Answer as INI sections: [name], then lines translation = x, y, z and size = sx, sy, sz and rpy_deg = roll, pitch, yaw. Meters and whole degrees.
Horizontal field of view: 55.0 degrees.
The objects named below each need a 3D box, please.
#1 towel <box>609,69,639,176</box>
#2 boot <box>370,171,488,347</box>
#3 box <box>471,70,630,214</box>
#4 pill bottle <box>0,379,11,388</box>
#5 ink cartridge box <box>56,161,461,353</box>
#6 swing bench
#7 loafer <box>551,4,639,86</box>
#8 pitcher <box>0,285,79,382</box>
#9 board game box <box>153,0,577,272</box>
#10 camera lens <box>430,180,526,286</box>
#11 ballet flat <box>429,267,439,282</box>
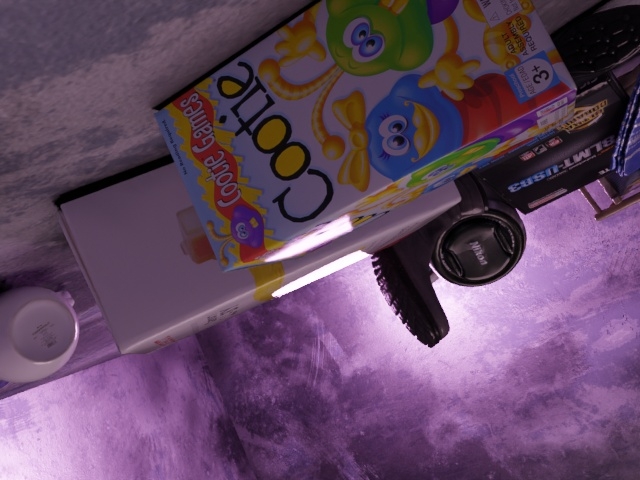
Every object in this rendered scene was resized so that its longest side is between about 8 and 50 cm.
[towel]
translation = 0.621, -0.270, 1.025
size = 0.243, 0.040, 0.336
rpy_deg = -24, 141, -11
[boot]
translation = 0.179, -0.019, 0.980
size = 0.222, 0.338, 0.118
rpy_deg = -21, 159, -12
[box]
translation = 0.450, -0.184, 1.173
size = 0.295, 0.074, 0.293
rpy_deg = -28, 143, 32
[pill bottle]
translation = -0.556, 0.202, 1.007
size = 0.094, 0.094, 0.169
rpy_deg = -23, 174, -18
[ink cartridge box]
translation = -0.073, -0.012, 0.737
size = 0.384, 0.161, 0.279
rpy_deg = -23, 174, -14
[swing bench]
translation = 0.656, -0.215, 1.319
size = 0.165, 0.253, 0.254
rpy_deg = -41, -176, -30
[loafer]
translation = 0.331, -0.240, 0.814
size = 0.223, 0.076, 0.078
rpy_deg = -24, -178, 45
[pitcher]
translation = -0.401, 0.117, 0.857
size = 0.207, 0.126, 0.178
rpy_deg = -16, -157, 46
[board game box]
translation = 0.036, -0.098, 0.486
size = 0.275, 0.144, 0.142
rpy_deg = -28, 173, 21
[camera lens]
translation = 0.337, -0.043, 1.417
size = 0.219, 0.219, 0.274
rpy_deg = -26, -153, 16
[ballet flat]
translation = 0.315, 0.002, 1.655
size = 0.139, 0.139, 0.400
rpy_deg = -29, -150, 41
